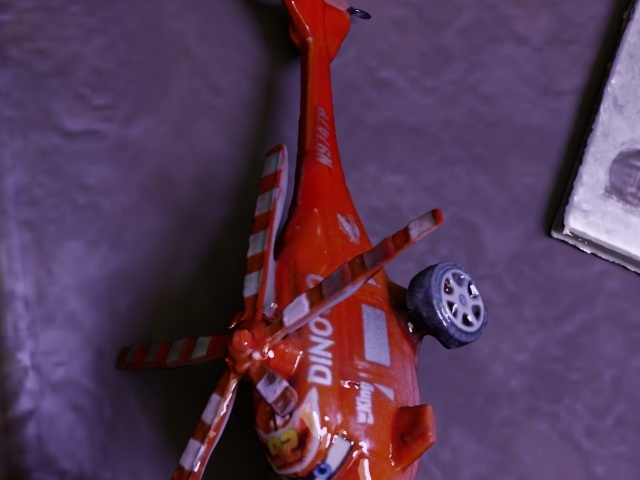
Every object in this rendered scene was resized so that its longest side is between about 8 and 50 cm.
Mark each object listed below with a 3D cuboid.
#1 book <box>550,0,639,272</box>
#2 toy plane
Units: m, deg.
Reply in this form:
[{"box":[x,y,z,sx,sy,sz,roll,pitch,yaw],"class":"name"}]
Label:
[{"box":[0.164,-0.060,0.625,0.127,0.014,0.181,24,76,-8],"class":"book"},{"box":[-0.006,0.004,0.548,0.077,0.126,0.194,24,34,-40],"class":"toy plane"}]
